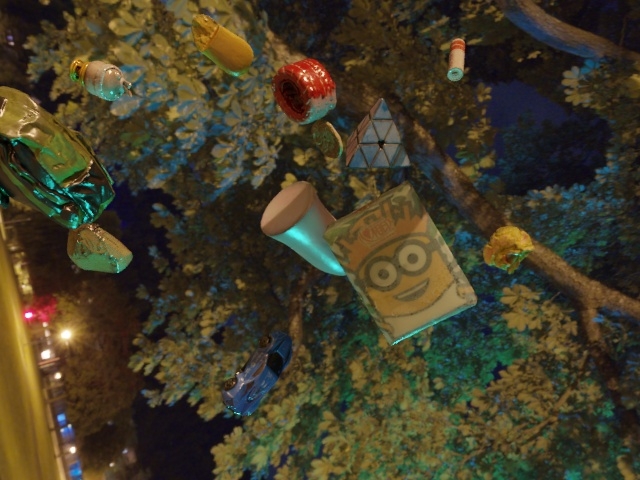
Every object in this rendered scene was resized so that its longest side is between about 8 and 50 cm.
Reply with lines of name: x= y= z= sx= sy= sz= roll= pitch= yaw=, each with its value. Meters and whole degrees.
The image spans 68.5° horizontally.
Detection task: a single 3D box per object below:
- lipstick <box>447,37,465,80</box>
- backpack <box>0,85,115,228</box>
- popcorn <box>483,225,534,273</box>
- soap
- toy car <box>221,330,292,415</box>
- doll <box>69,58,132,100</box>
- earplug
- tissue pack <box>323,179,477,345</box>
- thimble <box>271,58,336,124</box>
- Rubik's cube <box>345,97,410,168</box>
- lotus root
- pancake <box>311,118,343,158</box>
lipstick: x=0.342 y=-0.456 z=1.184 sx=0.038 sy=0.038 sz=0.131 roll=-51 pitch=-160 yaw=52
backpack: x=-0.477 y=-0.132 z=0.778 sx=0.206 sy=0.140 sz=0.253 roll=16 pitch=-30 yaw=15
popcorn: x=0.431 y=0.020 z=1.083 sx=0.089 sy=0.109 sz=0.097 roll=-78 pitch=155 yaw=-52
soap: x=-0.241 y=-0.469 z=1.144 sx=0.089 sy=0.168 sz=0.033 roll=-60 pitch=-143 yaw=9
toy car: x=-0.136 y=0.310 z=1.100 sx=0.063 sy=0.216 sz=0.103 roll=18 pitch=-31 yaw=45
doll: x=-0.446 y=-0.334 z=0.984 sx=0.084 sy=0.127 sz=0.073 roll=-79 pitch=-170 yaw=-69
earplug: x=0.000 y=0.000 z=1.284 sx=0.301 sy=0.172 sz=0.172 roll=44 pitch=-12 yaw=-35
tissue pack: x=0.180 y=0.051 z=1.074 sx=0.311 sy=0.227 sz=0.128 roll=59 pitch=12 yaw=-8
thimble: x=-0.048 y=-0.457 z=1.445 sx=0.189 sy=0.125 sz=0.163 roll=47 pitch=-34 yaw=13
Rubik's cube: x=0.137 y=-0.287 z=1.259 sx=0.211 sy=0.190 sz=0.178 roll=22 pitch=-55 yaw=20
lotus root: x=-0.557 y=0.018 z=1.145 sx=0.144 sy=0.142 sz=0.070 roll=76 pitch=23 yaw=-50
pancake: x=0.021 y=-0.325 z=1.520 sx=0.139 sy=0.022 sz=0.140 roll=40 pitch=-26 yaw=24
